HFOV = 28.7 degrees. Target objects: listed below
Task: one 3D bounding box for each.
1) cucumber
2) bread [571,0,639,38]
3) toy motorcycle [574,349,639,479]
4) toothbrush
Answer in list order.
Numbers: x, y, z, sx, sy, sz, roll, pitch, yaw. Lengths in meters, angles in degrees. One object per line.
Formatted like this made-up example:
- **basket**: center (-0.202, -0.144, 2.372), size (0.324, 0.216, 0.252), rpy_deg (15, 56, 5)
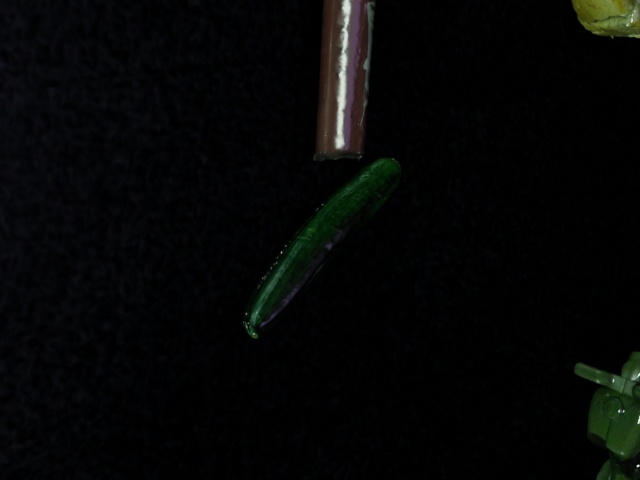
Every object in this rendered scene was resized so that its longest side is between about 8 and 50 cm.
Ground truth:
- **cucumber**: center (0.000, 0.000, 0.877), size (0.036, 0.033, 0.184), rpy_deg (47, 63, -10)
- **bread**: center (0.277, -0.239, 1.067), size (0.156, 0.064, 0.117), rpy_deg (-33, 120, -33)
- **toy motorcycle**: center (0.291, 0.219, 1.071), size (0.275, 0.205, 0.127), rpy_deg (-54, 127, -15)
- **toothbrush**: center (0.024, -0.234, 0.850), size (0.041, 0.041, 0.363), rpy_deg (-3, 100, -42)
